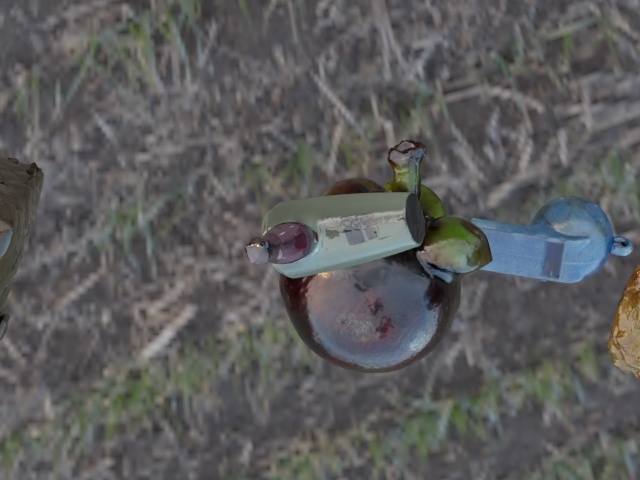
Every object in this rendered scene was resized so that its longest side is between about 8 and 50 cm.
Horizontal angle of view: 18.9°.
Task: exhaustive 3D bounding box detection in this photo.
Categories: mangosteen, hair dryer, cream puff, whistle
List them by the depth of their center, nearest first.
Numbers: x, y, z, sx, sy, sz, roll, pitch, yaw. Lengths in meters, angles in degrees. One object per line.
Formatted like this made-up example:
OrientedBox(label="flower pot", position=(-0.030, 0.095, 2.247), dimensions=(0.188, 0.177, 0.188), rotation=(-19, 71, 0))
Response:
OrientedBox(label="hair dryer", position=(-0.007, 0.001, 1.264), dimensions=(0.106, 0.154, 0.054), rotation=(-9, 95, 29))
OrientedBox(label="cream puff", position=(0.296, 0.067, 1.617), dimensions=(0.094, 0.122, 0.116), rotation=(21, 89, 10))
OrientedBox(label="mangosteen", position=(0.054, 0.027, 1.658), dimensions=(0.184, 0.172, 0.172), rotation=(-32, 127, 32))
OrientedBox(label="whistle", position=(0.222, -0.004, 1.859), dimensions=(0.158, 0.090, 0.090), rotation=(9, 130, 9))

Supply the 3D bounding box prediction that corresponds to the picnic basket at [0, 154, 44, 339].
OrientedBox(label="picnic basket", position=(-0.416, 0.048, 1.800), dimensions=(0.254, 0.291, 0.321), rotation=(27, 103, -6))
